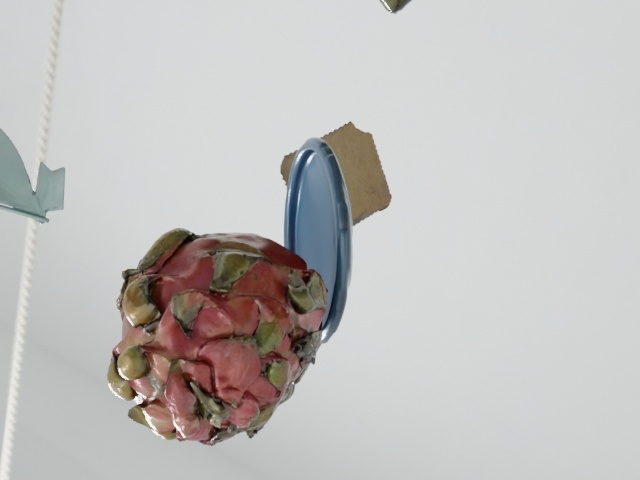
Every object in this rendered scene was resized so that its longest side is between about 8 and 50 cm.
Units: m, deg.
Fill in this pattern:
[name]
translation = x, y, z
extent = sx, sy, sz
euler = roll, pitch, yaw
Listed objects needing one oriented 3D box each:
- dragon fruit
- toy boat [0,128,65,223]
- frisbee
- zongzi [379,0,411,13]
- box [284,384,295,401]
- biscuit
[dragon fruit]
translation = -0.134, 0.112, 0.980
extent = 0.269, 0.250, 0.291
euler = 32, -151, 12
[toy boat]
translation = -0.433, -0.074, 0.880
extent = 0.291, 0.210, 0.070
euler = 45, 155, -29
[frisbee]
translation = 0.005, 0.000, 1.138
extent = 0.049, 0.290, 0.289
euler = -1, -159, -16
[zongzi]
translation = 0.209, -0.588, 1.503
extent = 0.138, 0.286, 0.300
euler = 41, -145, -3
[box]
translation = -0.170, 0.224, 1.752
extent = 0.138, 0.274, 0.178
euler = -30, -163, 3
[biscuit]
translation = 0.038, -0.125, 1.777
extent = 0.232, 0.237, 0.013
euler = -30, -148, -16
